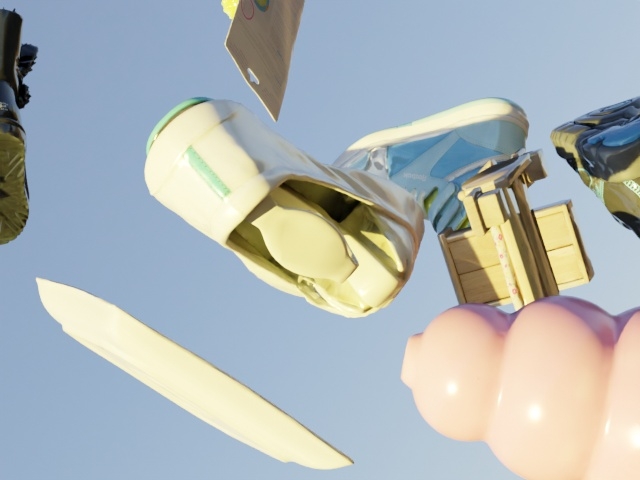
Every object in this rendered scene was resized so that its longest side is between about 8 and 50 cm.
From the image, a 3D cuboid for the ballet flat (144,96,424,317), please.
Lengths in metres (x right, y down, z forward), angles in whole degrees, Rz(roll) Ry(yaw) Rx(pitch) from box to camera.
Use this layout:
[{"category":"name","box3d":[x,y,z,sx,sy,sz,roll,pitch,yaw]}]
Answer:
[{"category":"ballet flat","box3d":[0.000,0.000,1.361,0.139,0.139,0.400,-51,-33,7]}]

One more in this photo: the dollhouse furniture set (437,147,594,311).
[{"category":"dollhouse furniture set","box3d":[0.204,0.070,1.890,0.173,0.303,0.355,-16,7,21]}]

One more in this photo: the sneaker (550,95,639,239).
[{"category":"sneaker","box3d":[0.337,-0.076,1.789,0.125,0.140,0.341,-22,9,10]}]

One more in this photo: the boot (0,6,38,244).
[{"category":"boot","box3d":[-0.396,-0.137,1.961,0.094,0.207,0.246,4,-37,-13]}]

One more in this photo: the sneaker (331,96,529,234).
[{"category":"sneaker","box3d":[0.144,-0.054,2.207,0.319,0.208,0.127,-23,-35,29]}]

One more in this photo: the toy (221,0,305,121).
[{"category":"toy","box3d":[-0.074,-0.267,1.852,0.137,0.056,0.237,54,-139,-46]}]

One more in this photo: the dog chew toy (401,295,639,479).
[{"category":"dog chew toy","box3d":[0.241,0.143,1.506,0.206,0.331,0.207,11,-90,-87]}]

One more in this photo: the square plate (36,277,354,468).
[{"category":"square plate","box3d":[-0.166,0.163,1.914,0.049,0.344,0.347,-59,23,-10]}]
